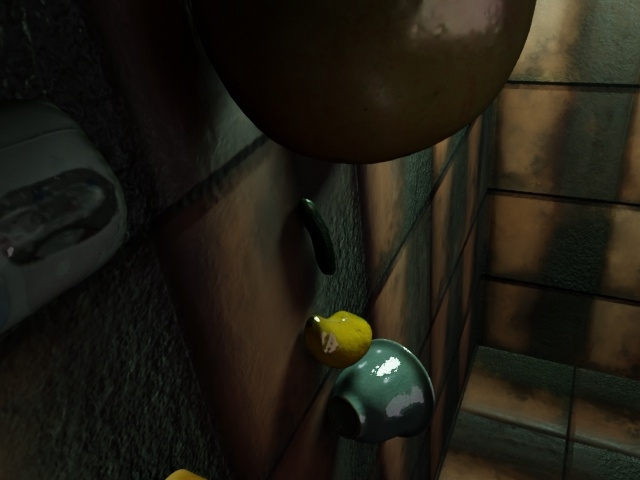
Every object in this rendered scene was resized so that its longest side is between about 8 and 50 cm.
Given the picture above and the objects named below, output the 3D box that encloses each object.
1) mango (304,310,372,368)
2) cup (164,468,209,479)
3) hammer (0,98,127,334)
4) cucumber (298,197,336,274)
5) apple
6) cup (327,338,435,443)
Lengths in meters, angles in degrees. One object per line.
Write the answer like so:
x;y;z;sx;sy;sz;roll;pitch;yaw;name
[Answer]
0.034;0.169;0.933;0.190;0.075;0.098;15;66;-60;mango
-0.077;0.370;0.557;0.182;0.264;0.226;-65;164;-49;cup
-0.221;-0.095;0.240;0.206;0.119;0.336;-47;133;-52;hammer
0.000;0.000;0.843;0.184;0.036;0.033;71;29;-45;cucumber
0.041;-0.220;0.526;0.277;0.319;0.319;65;41;-61;apple
0.090;0.301;1.019;0.150;0.199;0.199;-14;113;-44;cup
